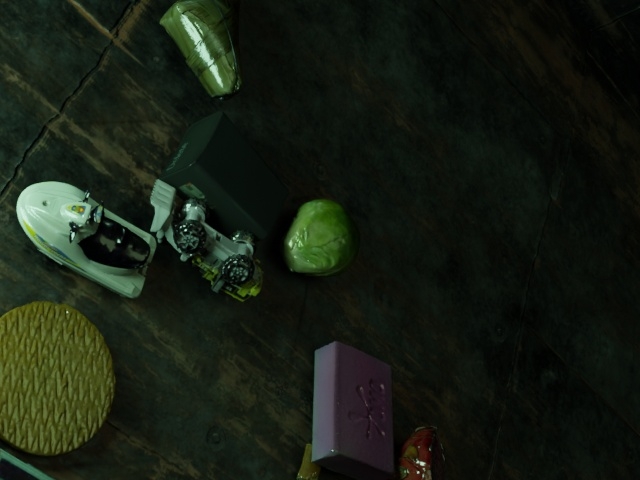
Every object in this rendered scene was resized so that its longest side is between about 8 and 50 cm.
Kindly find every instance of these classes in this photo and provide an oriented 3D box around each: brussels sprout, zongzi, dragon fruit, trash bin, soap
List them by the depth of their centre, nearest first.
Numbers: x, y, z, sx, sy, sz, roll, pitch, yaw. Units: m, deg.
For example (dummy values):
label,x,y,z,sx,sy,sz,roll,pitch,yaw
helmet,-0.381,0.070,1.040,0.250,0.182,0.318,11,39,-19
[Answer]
label,x,y,z,sx,sy,sz,roll,pitch,yaw
trash bin,-0.188,-0.117,2.020,0.225,0.115,0.165,46,47,-28
soap,0.071,0.357,2.094,0.181,0.081,0.259,30,48,-34
zongzi,-0.195,-0.420,2.116,0.242,0.112,0.221,-34,99,-47
brussels sprout,0.004,0.002,2.139,0.181,0.144,0.161,-42,128,-21
dragon fruit,0.187,0.516,2.155,0.218,0.148,0.223,65,23,-52

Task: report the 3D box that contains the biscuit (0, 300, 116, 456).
label,x,y,z,sx,sy,sz,roll,pitch,yaw
biscuit,-0.458,0.230,1.674,0.262,0.037,0.261,18,63,-39

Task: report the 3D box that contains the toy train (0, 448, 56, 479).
label,x,y,z,sx,sy,sz,roll,pitch,yaw
toy train,-0.442,0.418,1.588,0.409,0.086,0.089,42,49,-26

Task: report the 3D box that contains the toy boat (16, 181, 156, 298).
label,x,y,z,sx,sy,sz,roll,pitch,yaw
toy boat,-0.397,-0.008,1.757,0.269,0.141,0.140,44,48,-43

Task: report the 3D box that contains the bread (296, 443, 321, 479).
label,x,y,z,sx,sy,sz,roll,pitch,yaw
bread,-0.018,0.454,2.029,0.047,0.036,0.083,42,47,-28

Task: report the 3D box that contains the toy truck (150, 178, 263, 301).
label,x,y,z,sx,sy,sz,roll,pitch,yaw
toy truck,-0.227,0.007,1.929,0.286,0.111,0.136,37,20,-19
